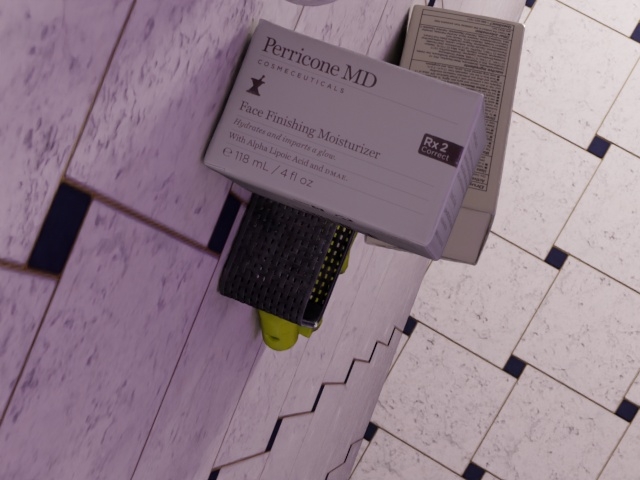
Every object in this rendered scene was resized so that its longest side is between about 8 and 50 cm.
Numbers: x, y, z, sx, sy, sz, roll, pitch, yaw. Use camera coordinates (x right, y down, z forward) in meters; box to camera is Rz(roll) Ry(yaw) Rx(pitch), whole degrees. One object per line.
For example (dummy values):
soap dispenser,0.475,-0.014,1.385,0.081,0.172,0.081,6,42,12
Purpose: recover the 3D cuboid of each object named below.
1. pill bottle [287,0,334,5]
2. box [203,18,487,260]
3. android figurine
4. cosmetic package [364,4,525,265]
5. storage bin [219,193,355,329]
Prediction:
pill bottle,0.013,-0.228,0.766,0.152,0.086,0.086,-59,166,-48
box,0.028,-0.072,0.887,0.182,0.181,0.119,29,81,-80
android figurine,0.000,0.000,1.253,0.273,0.056,0.248,91,22,-65
cosmetic package,0.155,-0.134,1.400,0.129,0.153,0.296,95,9,-59
storage bin,-0.016,-0.016,1.053,0.122,0.084,0.180,39,73,-80
